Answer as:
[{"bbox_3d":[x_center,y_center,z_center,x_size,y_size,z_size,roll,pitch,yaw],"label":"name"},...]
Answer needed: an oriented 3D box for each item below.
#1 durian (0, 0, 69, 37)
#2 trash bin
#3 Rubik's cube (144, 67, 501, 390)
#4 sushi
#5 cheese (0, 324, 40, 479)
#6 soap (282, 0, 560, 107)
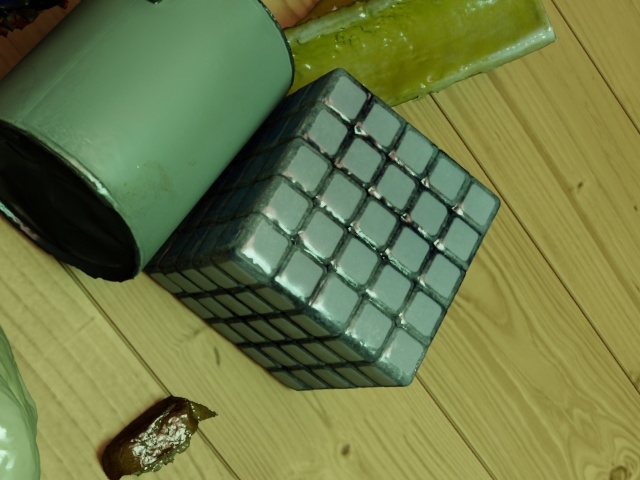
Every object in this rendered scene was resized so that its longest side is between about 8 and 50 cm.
[{"bbox_3d":[-0.318,-0.333,0.996,0.384,0.348,0.347,-25,95,-50],"label":"durian"},{"bbox_3d":[-0.186,-0.126,1.140,0.217,0.277,0.262,25,60,22],"label":"trash bin"},{"bbox_3d":[0.000,0.000,1.217,0.238,0.237,0.237,39,68,-18],"label":"Rubik's cube"},{"bbox_3d":[-0.166,0.203,1.203,0.120,0.052,0.055,-39,102,-27],"label":"sushi"},{"bbox_3d":[-0.360,0.181,1.001,0.248,0.251,0.173,-25,111,-18],"label":"cheese"},{"bbox_3d":[0.093,-0.259,1.419,0.339,0.304,0.169,-21,102,10],"label":"soap"}]
